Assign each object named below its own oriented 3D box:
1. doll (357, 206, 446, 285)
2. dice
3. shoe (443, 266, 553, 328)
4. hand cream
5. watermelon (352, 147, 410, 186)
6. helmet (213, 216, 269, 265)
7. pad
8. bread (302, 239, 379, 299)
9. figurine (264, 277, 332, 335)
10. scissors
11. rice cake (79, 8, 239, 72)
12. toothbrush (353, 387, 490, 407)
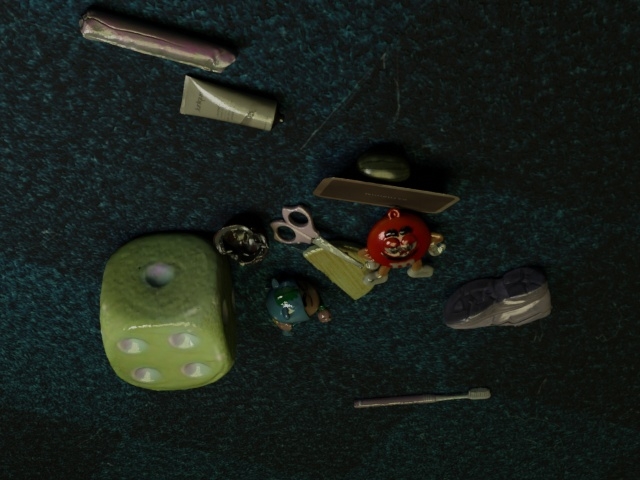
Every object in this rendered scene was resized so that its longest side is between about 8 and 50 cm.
[{"bbox_3d":[0.169,0.015,2.068,0.183,0.085,0.217,-7,140,-6],"label":"doll"},{"bbox_3d":[-0.310,0.147,2.101,0.251,0.254,0.250,-3,141,3],"label":"dice"},{"bbox_3d":[0.397,0.149,2.224,0.245,0.095,0.138,-22,134,16],"label":"shoe"},{"bbox_3d":[-0.155,-0.239,1.793,0.186,0.054,0.087,13,135,-4],"label":"hand cream"},{"bbox_3d":[0.116,-0.137,1.891,0.110,0.078,0.078,7,140,-5],"label":"watermelon"},{"bbox_3d":[-0.159,-0.009,2.054,0.098,0.070,0.123,-35,122,27],"label":"helmet"},{"bbox_3d":[0.124,-0.085,1.943,0.266,0.002,0.176,8,170,-9],"label":"pad"},{"bbox_3d":[0.062,0.047,2.151,0.112,0.036,0.193,-31,131,24],"label":"bread"},{"bbox_3d":[-0.049,0.144,2.225,0.144,0.114,0.178,-4,153,-6],"label":"figurine"},{"bbox_3d":[0.000,0.000,2.069,0.212,0.021,0.110,29,132,-12],"label":"scissors"},{"bbox_3d":[-0.268,-0.331,1.674,0.269,0.055,0.049,14,135,-13],"label":"rice cake"},{"bbox_3d":[0.261,0.406,2.594,0.353,0.024,0.029,-6,135,7],"label":"toothbrush"}]
